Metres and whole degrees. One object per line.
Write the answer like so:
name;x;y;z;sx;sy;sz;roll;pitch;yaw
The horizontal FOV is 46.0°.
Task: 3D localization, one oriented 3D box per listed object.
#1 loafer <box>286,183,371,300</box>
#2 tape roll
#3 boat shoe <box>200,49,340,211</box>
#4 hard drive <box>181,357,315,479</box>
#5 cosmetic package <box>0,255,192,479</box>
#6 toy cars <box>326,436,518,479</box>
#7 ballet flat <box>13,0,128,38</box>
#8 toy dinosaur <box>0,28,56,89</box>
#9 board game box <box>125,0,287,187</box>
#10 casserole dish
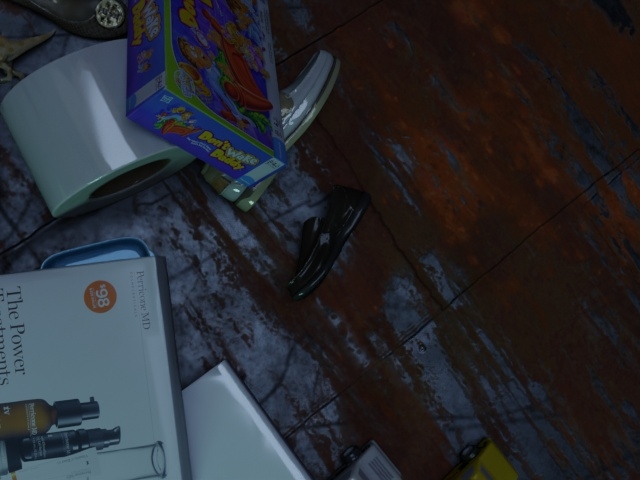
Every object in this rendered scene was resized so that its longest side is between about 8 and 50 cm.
loafer;0.000;0.000;1.247;0.078;0.080;0.220;32;72;2
tape roll;-0.313;-0.160;1.101;0.246;0.246;0.169;-26;91;-14
boat shoe;-0.078;-0.198;1.227;0.103;0.113;0.302;35;78;-13
hard drive;-0.136;0.371;1.152;0.210;0.040;0.319;-36;88;-1
cosmetic package;-0.347;0.224;1.088;0.284;0.097;0.377;-8;88;-4
toy cars;0.149;0.415;1.220;0.393;0.087;0.176;2;83;-13
ballet flat;-0.423;-0.392;1.198;0.250;0.058;0.084;22;80;-10
toy dinosaur;-0.495;-0.284;1.172;0.183;0.053;0.093;-18;86;-14
board game box;-0.167;-0.277;1.101;0.233;0.078;0.347;29;44;-46
casserole dish;-0.343;0.062;1.175;0.188;0.037;0.114;-14;87;-13
